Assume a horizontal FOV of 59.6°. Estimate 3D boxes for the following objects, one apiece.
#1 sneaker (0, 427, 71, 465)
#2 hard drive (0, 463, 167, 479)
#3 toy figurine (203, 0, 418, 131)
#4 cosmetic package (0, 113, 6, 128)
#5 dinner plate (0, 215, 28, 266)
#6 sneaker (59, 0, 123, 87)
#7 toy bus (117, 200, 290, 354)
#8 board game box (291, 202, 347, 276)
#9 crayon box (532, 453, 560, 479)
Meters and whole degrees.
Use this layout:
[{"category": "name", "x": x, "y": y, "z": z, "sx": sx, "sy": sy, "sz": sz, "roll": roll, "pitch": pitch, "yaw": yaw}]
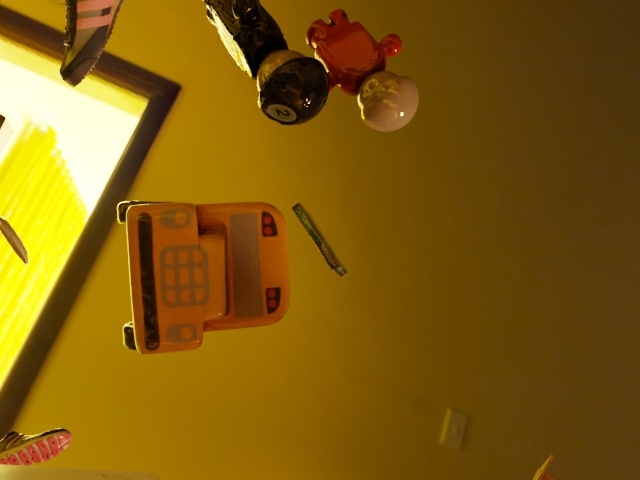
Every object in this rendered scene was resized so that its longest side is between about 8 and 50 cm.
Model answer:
[{"category": "sneaker", "x": -0.593, "y": 0.410, "z": 1.118, "sx": 0.075, "sy": 0.170, "sz": 0.063, "roll": 42, "pitch": -37, "yaw": 47}, {"category": "hard drive", "x": -0.243, "y": 0.286, "z": 0.586, "sx": 0.210, "sy": 0.040, "sz": 0.319, "roll": 6, "pitch": -18, "yaw": 34}, {"category": "toy figurine", "x": 0.033, "y": -0.201, "z": 0.463, "sx": 0.213, "sy": 0.148, "sz": 0.209, "roll": -5, "pitch": -37, "yaw": -49}, {"category": "cosmetic package", "x": -0.513, "y": -0.125, "z": 0.675, "sx": 0.107, "sy": 0.127, "sz": 0.238, "roll": 34, "pitch": 9, "yaw": -1}, {"category": "dinner plate", "x": -0.674, "y": -0.006, "z": 1.221, "sx": 0.141, "sy": 0.017, "sz": 0.141, "roll": 34, "pitch": -36, "yaw": 30}, {"category": "sneaker", "x": -0.469, "y": -0.466, "z": 1.094, "sx": 0.131, "sy": 0.319, "sz": 0.112, "roll": 22, "pitch": -2, "yaw": -42}, {"category": "toy bus", "x": -0.110, "y": 0.020, "z": 0.537, "sx": 0.130, "sy": 0.108, "sz": 0.333, "roll": -2, "pitch": 2, "yaw": -13}, {"category": "board game box", "x": 0.000, "y": 0.000, "z": 1.368, "sx": 0.186, "sy": 0.026, "sz": 0.126, "roll": 57, "pitch": 3, "yaw": 14}, {"category": "crayon box", "x": 0.238, "y": 0.414, "z": 0.674, "sx": 0.081, "sy": 0.202, "sz": 0.318, "roll": 30, "pitch": -30, "yaw": 32}]
